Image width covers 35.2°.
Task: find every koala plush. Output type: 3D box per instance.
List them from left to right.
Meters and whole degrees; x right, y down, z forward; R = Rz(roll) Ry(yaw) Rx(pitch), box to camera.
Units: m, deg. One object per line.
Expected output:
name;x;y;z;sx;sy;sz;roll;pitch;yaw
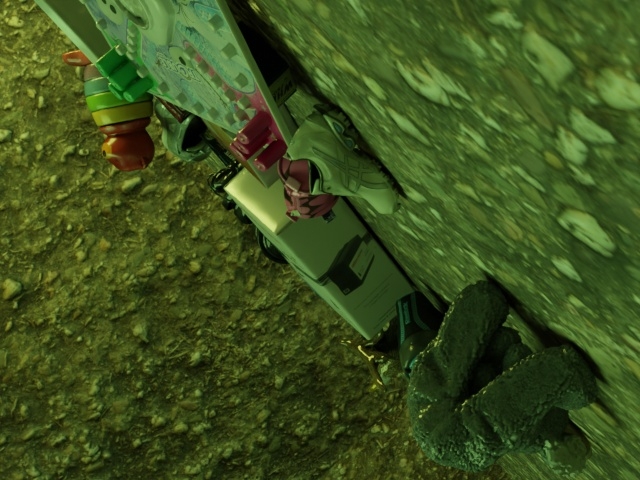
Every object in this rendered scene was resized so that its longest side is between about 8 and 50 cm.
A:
koala plush;0.227;0.196;1.215;0.196;0.203;0.221;43;-174;38

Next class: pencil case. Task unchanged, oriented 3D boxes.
pencil case;-0.015;-0.083;1.388;0.095;0.098;0.209;46;174;8

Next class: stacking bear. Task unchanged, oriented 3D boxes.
stacking bear;-0.454;-0.298;2.291;0.175;0.164;0.289;-1;102;49

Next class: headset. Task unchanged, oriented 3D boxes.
headset;-0.090;-0.082;2.085;0.243;0.185;0.394;48;-168;32

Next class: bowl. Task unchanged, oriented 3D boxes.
bowl;-0.401;-0.412;1.780;0.298;0.134;0.298;45;176;4

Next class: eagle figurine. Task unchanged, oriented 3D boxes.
eagle figurine;0.189;0.259;2.221;0.298;0.225;0.226;14;-118;-37

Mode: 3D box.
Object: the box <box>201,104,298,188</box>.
box;-0.108;-0.176;1.465;0.130;0.091;0.170;44;174;26

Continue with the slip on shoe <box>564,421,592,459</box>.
slip on shoe;0.357;0.282;1.532;0.135;0.051;0.041;50;167;45

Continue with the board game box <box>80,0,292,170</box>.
board game box;-0.225;-0.279;1.174;0.390;0.050;0.390;29;154;45

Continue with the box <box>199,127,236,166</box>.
box;-0.171;-0.162;2.359;0.175;0.051;0.220;42;174;39

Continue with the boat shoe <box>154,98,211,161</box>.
boat shoe;-0.308;-0.258;2.396;0.103;0.118;0.320;44;166;16

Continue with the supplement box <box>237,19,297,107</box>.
supplement box;-0.080;-0.202;1.206;0.083;0.056;0.083;45;175;13

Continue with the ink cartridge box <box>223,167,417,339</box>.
ink cartridge box;0.000;0.000;1.753;0.307;0.129;0.223;50;174;-38

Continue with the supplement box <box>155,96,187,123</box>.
supplement box;-0.308;-0.320;2.107;0.130;0.073;0.239;47;174;-8

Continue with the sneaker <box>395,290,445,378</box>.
sneaker;0.229;0.199;1.730;0.341;0.125;0.140;48;-157;-52

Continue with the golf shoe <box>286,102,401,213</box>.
golf shoe;0.024;-0.077;1.182;0.176;0.086;0.069;47;173;-33
